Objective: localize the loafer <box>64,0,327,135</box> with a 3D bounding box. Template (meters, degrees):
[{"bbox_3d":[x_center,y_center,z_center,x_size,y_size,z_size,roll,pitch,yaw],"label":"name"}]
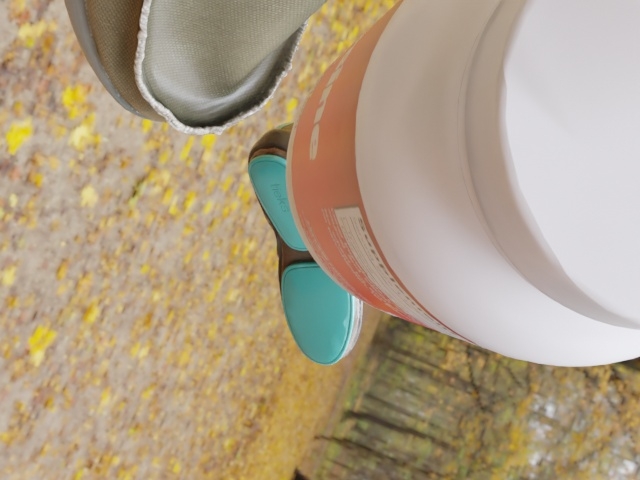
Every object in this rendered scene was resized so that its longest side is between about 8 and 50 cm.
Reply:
[{"bbox_3d":[-0.013,-0.111,0.288,0.094,0.087,0.251,-28,157,-32],"label":"loafer"}]

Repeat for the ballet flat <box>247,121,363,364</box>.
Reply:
[{"bbox_3d":[0.000,0.000,1.020,0.096,0.095,0.281,-58,145,-47],"label":"ballet flat"}]

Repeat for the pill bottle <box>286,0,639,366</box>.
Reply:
[{"bbox_3d":[0.115,-0.051,0.576,0.407,0.229,0.229,-177,-71,-80],"label":"pill bottle"}]
